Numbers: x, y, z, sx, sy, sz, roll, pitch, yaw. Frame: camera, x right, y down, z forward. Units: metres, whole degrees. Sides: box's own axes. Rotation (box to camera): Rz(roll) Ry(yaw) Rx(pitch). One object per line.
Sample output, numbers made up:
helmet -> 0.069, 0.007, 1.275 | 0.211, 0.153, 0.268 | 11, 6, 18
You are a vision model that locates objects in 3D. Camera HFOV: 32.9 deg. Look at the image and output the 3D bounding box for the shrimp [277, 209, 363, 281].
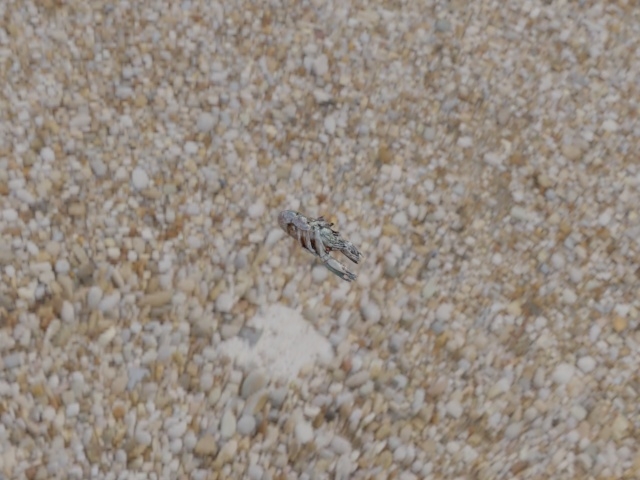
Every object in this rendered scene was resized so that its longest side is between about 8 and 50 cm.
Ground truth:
shrimp -> 0.004, 0.000, 0.979 | 0.092, 0.029, 0.038 | 43, 52, 6
